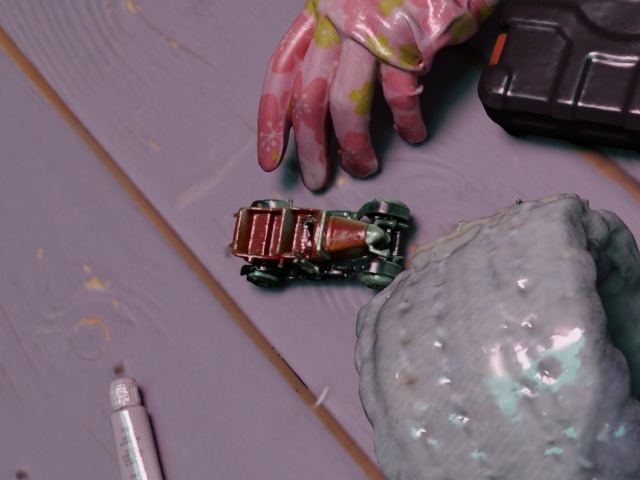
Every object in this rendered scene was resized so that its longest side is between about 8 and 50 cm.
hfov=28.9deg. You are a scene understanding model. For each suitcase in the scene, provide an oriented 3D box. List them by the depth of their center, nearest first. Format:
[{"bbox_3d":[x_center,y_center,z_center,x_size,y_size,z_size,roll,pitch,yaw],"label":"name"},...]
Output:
[{"bbox_3d":[0.250,-0.203,0.917,0.206,0.066,0.285,13,77,31],"label":"suitcase"}]

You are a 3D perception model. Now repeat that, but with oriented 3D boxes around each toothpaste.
[{"bbox_3d":[-0.139,0.200,0.988,0.048,0.031,0.190,-23,65,15],"label":"toothpaste"}]

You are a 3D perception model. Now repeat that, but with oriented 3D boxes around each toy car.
[{"bbox_3d":[0.000,0.000,0.976,0.143,0.054,0.073,1,73,29],"label":"toy car"}]

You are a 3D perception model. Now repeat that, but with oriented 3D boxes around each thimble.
[{"bbox_3d":[0.135,0.102,0.779,0.172,0.205,0.250,-23,79,25],"label":"thimble"}]

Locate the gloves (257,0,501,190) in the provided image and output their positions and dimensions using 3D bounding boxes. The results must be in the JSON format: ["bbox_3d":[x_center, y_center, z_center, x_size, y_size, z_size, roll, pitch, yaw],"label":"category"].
[{"bbox_3d":[0.033,-0.149,0.981,0.241,0.126,0.145,-41,60,0],"label":"gloves"}]
